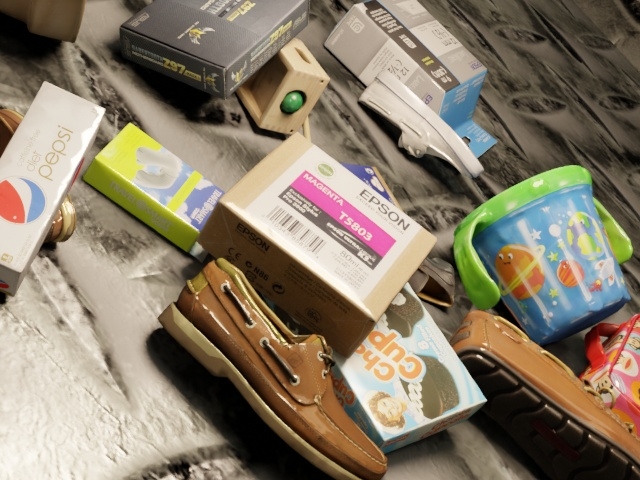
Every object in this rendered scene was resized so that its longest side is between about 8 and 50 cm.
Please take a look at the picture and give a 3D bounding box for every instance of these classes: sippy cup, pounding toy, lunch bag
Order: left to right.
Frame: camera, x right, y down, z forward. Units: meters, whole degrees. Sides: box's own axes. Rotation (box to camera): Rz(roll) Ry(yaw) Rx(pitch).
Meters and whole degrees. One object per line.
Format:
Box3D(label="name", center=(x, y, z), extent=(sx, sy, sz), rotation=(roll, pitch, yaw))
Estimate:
Box3D(label="pounding toy", center=(-0.049, -0.221, 1.555), extent=(0.100, 0.130, 0.141), rotation=(9, 36, -40))
Box3D(label="sippy cup", center=(0.362, 0.035, 1.597), extent=(0.240, 0.305, 0.224), rotation=(75, -10, -74))
Box3D(label="lunch bag", center=(0.510, 0.238, 1.586), extent=(0.258, 0.120, 0.293), rotation=(46, 33, 9))

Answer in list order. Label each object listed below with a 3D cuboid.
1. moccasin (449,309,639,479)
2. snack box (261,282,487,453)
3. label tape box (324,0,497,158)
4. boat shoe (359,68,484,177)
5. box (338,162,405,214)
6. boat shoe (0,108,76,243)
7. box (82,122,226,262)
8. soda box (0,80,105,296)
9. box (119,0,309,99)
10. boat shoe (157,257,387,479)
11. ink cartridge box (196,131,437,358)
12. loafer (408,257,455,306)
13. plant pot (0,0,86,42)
Box3D(label="moccasin", center=(0.331, 0.241, 1.390), extent=(0.380, 0.139, 0.147), rotation=(36, 38, 1))
Box3D(label="snack box", center=(0.050, 0.107, 1.290), extent=(0.187, 0.060, 0.322), rotation=(-12, 59, -41))
Box3D(label="label tape box", center=(0.206, -0.311, 1.930), extent=(0.348, 0.115, 0.249), rotation=(44, 32, 7))
Box3D(label="boat shoe", center=(0.174, -0.187, 1.775), extent=(0.258, 0.084, 0.095), rotation=(47, 6, 21))
Box3D(label="box", center=(0.031, -0.059, 1.518), extent=(0.225, 0.036, 0.136), rotation=(1, 50, -44))
Box3D(label="boat shoe", center=(-0.333, -0.074, 1.123), extent=(0.060, 0.064, 0.178), rotation=(-9, 61, -49))
Box3D(label="box", center=(-0.196, -0.061, 1.273), extent=(0.178, 0.042, 0.109), rotation=(36, 33, -7))
Box3D(label="soda box", center=(-0.302, -0.055, 1.052), extent=(0.074, 0.069, 0.216), rotation=(25, 58, -10))
Box3D(label="box", center=(-0.150, -0.314, 1.484), extent=(0.183, 0.059, 0.232), rotation=(25, 49, 18))
Box3D(label="boat shoe", center=(-0.031, 0.146, 1.106), extent=(0.307, 0.104, 0.111), rotation=(41, -1, -2))
Box3D(label="ink cartridge box", center=(0.000, 0.000, 1.244), extent=(0.235, 0.088, 0.193), rotation=(37, 44, 4))
Box3D(label="loafer", center=(0.135, 0.051, 1.473), extent=(0.170, 0.062, 0.061), rotation=(16, 45, -33))
Box3D(label="plant pot", center=(-0.421, -0.432, 1.272), extent=(0.280, 0.323, 0.323), rotation=(8, 43, -19))
